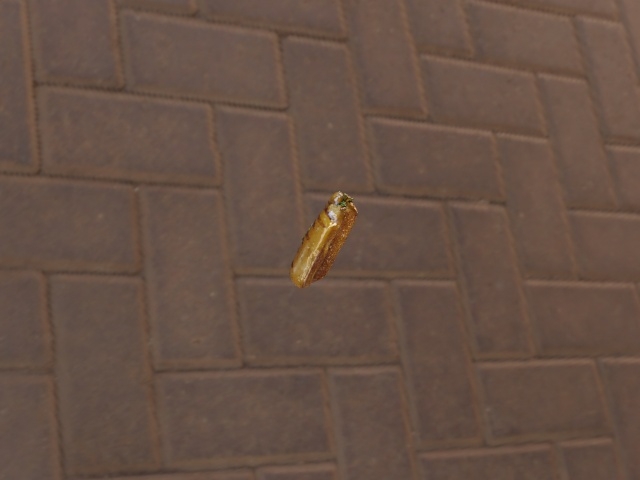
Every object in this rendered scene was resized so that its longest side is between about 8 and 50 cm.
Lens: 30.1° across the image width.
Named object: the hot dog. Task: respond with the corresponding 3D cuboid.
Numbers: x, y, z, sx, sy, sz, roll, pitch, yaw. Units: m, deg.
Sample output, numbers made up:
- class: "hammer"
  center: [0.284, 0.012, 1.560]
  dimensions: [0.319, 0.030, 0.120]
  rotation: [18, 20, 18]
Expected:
- class: "hot dog"
  center: [0.000, 0.000, 1.126]
  dimensions: [0.037, 0.122, 0.049]
  rotation: [41, 42, 16]
